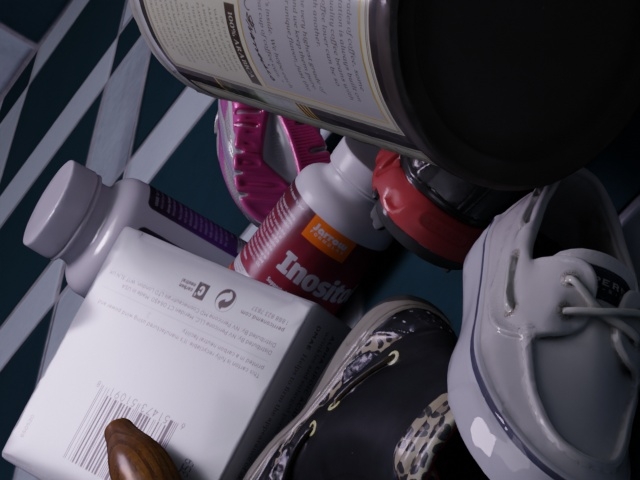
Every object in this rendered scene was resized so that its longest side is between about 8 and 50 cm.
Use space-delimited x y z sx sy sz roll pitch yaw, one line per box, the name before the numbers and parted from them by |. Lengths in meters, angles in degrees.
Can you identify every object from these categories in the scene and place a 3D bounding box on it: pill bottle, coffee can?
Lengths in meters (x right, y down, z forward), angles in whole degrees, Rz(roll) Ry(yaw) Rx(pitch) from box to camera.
pill bottle | 0.000 0.000 1.417 0.152 0.086 0.086 -53 19 20
coffee can | 0.038 -0.156 1.132 0.275 0.201 0.202 22 81 51
pill bottle | -0.141 0.016 1.591 0.108 0.193 0.108 -50 20 26

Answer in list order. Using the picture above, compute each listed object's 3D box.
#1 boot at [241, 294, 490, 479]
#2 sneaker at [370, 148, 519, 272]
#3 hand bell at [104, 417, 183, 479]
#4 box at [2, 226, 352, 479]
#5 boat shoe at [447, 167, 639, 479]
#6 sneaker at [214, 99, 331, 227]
boot | 0.027 0.155 1.112 0.236 0.085 0.178 -60 21 3
sneaker | 0.099 -0.104 1.302 0.135 0.097 0.276 -49 23 30
hand bell | -0.073 0.187 1.119 0.126 0.126 0.242 -54 42 16
box | -0.078 0.112 1.277 0.181 0.119 0.182 21 79 37
boat shoe | 0.130 0.046 1.005 0.088 0.096 0.267 -56 10 26
sneaker | -0.046 -0.118 1.614 0.111 0.103 0.252 122 150 -69
